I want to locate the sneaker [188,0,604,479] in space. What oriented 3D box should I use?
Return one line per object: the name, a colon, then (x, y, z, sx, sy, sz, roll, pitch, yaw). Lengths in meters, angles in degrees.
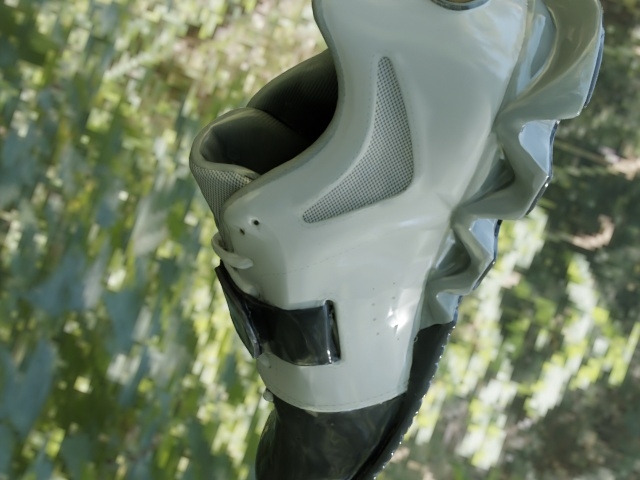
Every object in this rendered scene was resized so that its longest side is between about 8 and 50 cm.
sneaker: (0.000, 0.000, 0.764, 0.122, 0.146, 0.330, -85, -166, -53)
